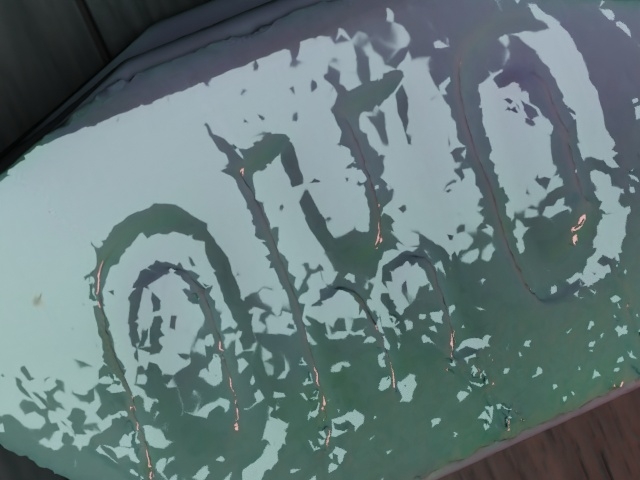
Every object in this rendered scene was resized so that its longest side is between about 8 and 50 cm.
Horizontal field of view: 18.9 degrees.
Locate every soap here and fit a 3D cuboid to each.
[{"bbox_3d":[0.000,0.000,0.992,0.446,0.156,0.261,-22,105,-11],"label":"soap"}]
